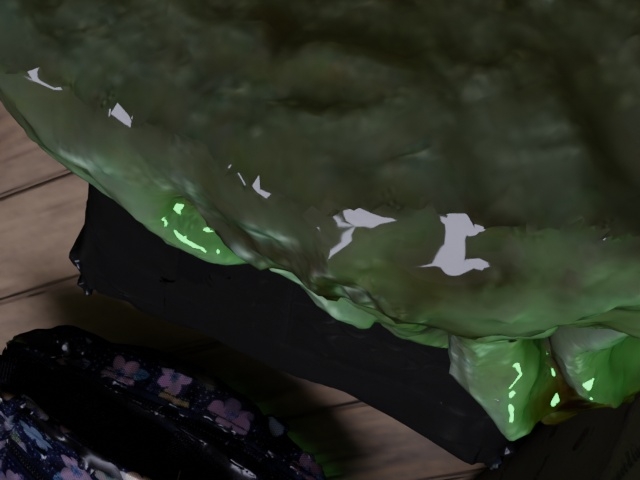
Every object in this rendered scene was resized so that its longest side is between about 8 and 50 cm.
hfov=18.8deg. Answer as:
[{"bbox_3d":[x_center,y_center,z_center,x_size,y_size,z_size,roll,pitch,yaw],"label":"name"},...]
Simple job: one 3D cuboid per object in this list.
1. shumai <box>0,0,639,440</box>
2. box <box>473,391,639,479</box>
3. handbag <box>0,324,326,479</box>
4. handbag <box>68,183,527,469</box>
[{"bbox_3d":[0.039,-0.043,0.635,0.304,0.309,0.263,-16,143,-8],"label":"shumai"},{"bbox_3d":[0.157,0.215,0.922,0.225,0.190,0.297,34,141,-3],"label":"box"},{"bbox_3d":[-0.095,0.149,1.062,0.229,0.127,0.207,26,136,6],"label":"handbag"},{"bbox_3d":[0.000,0.000,0.871,0.247,0.080,0.223,25,142,8],"label":"handbag"}]
